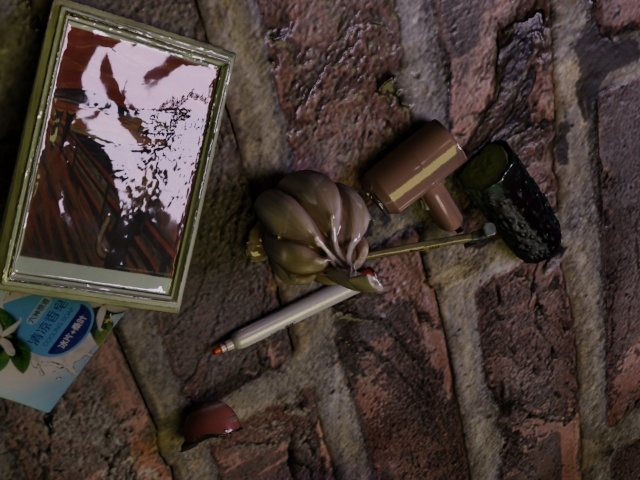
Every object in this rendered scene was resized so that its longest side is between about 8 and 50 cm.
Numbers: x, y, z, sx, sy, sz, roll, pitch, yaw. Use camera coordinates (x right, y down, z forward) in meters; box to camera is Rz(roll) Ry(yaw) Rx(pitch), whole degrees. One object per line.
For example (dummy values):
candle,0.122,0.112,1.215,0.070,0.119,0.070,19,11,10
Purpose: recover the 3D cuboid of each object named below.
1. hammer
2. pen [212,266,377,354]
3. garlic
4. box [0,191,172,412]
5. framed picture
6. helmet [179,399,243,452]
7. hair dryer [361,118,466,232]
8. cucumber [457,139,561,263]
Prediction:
hammer,0.118,0.007,1.517,0.182,0.017,0.062,-10,169,-9
pen,-0.031,0.087,1.499,0.218,0.026,0.026,-25,133,-15
garlic,0.000,0.000,1.344,0.131,0.194,0.127,5,111,-29
box,-0.277,0.049,1.268,0.142,0.083,0.232,29,106,-40
framed picture,-0.190,-0.072,1.198,0.216,0.016,0.274,10,94,-41
helmet,-0.139,0.219,1.514,0.084,0.049,0.065,-22,174,17
hair dryer,0.128,-0.052,1.476,0.117,0.064,0.182,-39,141,0
cucumber,0.249,-0.035,1.561,0.078,0.062,0.211,-43,135,2
